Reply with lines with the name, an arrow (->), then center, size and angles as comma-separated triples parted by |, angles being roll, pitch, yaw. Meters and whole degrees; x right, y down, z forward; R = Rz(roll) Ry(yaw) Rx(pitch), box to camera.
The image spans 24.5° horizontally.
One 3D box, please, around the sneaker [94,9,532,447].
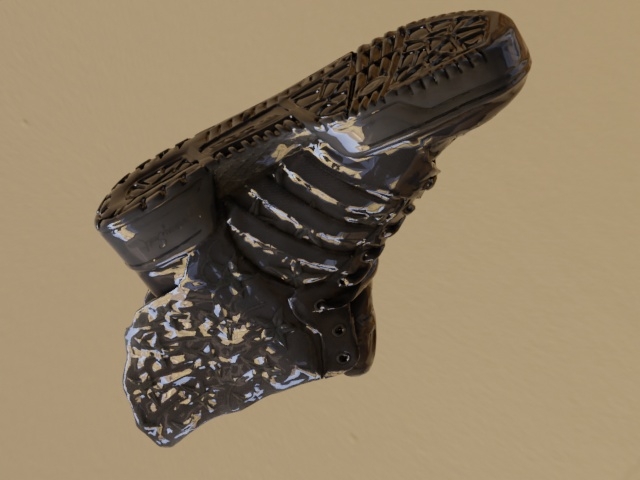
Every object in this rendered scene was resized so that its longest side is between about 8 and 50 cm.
sneaker -> 0.000, 0.001, 0.449 | 0.170, 0.051, 0.089 | -23, -65, 21
